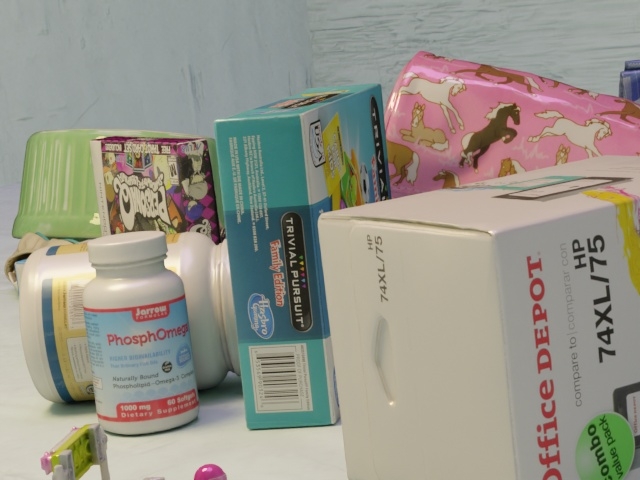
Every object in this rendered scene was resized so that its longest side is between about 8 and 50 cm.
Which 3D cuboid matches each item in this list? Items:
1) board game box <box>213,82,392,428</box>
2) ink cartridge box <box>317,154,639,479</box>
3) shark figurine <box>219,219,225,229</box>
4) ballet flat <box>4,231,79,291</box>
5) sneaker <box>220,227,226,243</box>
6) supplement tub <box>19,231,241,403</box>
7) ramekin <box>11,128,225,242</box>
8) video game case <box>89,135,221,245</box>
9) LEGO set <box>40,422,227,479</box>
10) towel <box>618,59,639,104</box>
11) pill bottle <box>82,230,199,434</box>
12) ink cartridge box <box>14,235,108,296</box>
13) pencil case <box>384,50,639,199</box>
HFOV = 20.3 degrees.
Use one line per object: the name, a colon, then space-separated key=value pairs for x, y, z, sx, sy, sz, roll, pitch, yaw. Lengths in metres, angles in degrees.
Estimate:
board game box: x=0.000 y=0.000 z=1.580 sx=0.079 sy=0.253 sz=0.336 roll=-4 pitch=9 yaw=13
ink cartridge box: x=0.168 y=0.059 z=1.227 sx=0.270 sy=0.198 sz=0.197 roll=-13 pitch=11 yaw=-33
shark figurine: x=-0.096 y=-0.006 z=2.171 sx=0.166 sy=0.278 sz=0.116 roll=20 pitch=39 yaw=-23
ballet flat: x=-0.346 y=0.042 z=2.260 sx=0.086 sy=0.086 sz=0.248 roll=-10 pitch=7 yaw=-23
sneaker: x=-0.032 y=0.049 z=1.920 sx=0.131 sy=0.112 sz=0.319 roll=22 pitch=-12 yaw=-29
supplement tub: x=-0.159 y=0.068 z=1.614 sx=0.200 sy=0.144 sz=0.144 roll=-5 pitch=8 yaw=5
ramekin: x=-0.274 y=-0.072 z=2.487 sx=0.303 sy=0.148 sz=0.303 roll=1 pitch=-2 yaw=0
video game case: x=-0.177 y=-0.008 z=1.944 sx=0.042 sy=0.210 sz=0.232 roll=-11 pitch=10 yaw=-30
LEGO set: x=-0.094 y=0.167 z=0.985 sx=0.132 sy=0.107 sz=0.287 roll=-8 pitch=8 yaw=-13
towel: x=0.496 y=-0.144 z=2.375 sx=0.209 sy=0.285 sz=0.034 roll=-5 pitch=53 yaw=4
pill bottle: x=-0.153 y=0.076 z=1.496 sx=0.087 sy=0.160 sz=0.087 roll=-7 pitch=8 yaw=1
ink cartridge box: x=-0.245 y=0.057 z=1.911 sx=0.062 sy=0.104 sz=0.181 roll=-2 pitch=9 yaw=26
pencil case: x=0.256 y=-0.082 z=1.937 sx=0.386 sy=0.167 sz=0.160 roll=14 pitch=37 yaw=9
